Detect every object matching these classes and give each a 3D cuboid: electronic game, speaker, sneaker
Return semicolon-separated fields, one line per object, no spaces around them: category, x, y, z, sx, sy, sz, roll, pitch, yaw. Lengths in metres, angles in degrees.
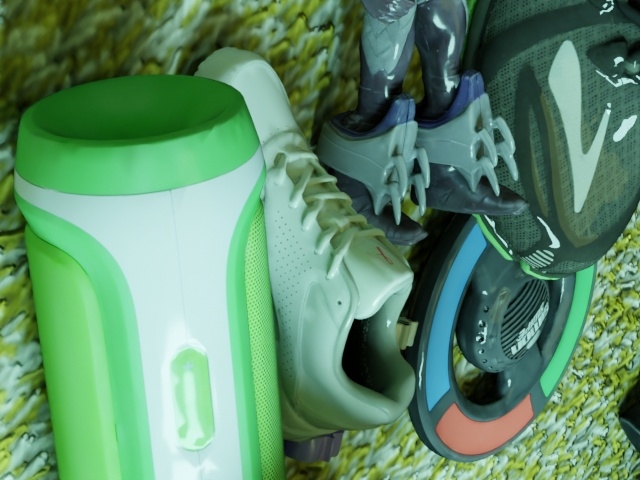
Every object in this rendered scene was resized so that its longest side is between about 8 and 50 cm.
electronic game;0.134;0.052;1.209;0.229;0.048;0.229;-28;127;-44
speaker;-0.080;0.072;0.853;0.131;0.131;0.297;-27;122;-43
sneaker;0.241;-0.184;1.044;0.185;0.202;0.483;20;106;-32
sneaker;0.000;0.000;0.919;0.090;0.115;0.232;-33;110;-43

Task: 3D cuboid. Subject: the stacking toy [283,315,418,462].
stacking toy;-0.031;0.127;1.025;0.221;0.052;0.167;-1;107;-52

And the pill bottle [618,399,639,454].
pill bottle;0.373;0.122;1.453;0.219;0.123;0.123;-38;139;-4

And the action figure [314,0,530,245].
action figure;0.058;-0.145;0.974;0.185;0.099;0.285;-25;122;-38
